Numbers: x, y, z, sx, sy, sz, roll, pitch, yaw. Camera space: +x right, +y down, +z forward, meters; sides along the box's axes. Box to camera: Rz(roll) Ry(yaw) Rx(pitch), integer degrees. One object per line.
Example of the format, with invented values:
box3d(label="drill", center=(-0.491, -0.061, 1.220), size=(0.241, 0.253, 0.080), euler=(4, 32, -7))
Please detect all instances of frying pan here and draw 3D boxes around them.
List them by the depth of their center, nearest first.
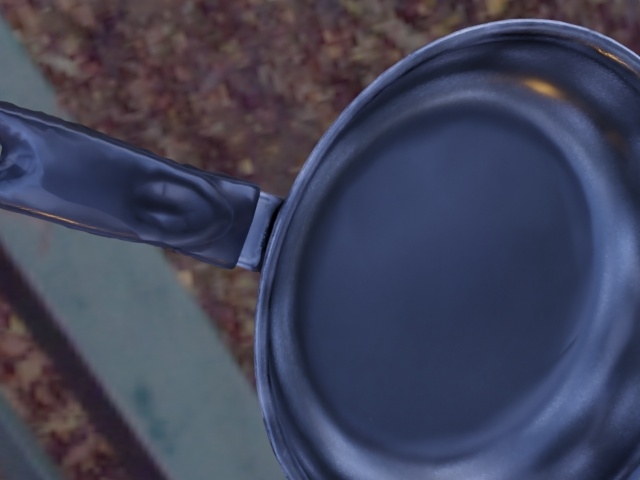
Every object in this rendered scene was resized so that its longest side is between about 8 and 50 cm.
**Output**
box3d(label="frying pan", center=(0.002, 0.029, 0.657), size=(0.326, 0.053, 0.197), euler=(-8, 106, -29))
